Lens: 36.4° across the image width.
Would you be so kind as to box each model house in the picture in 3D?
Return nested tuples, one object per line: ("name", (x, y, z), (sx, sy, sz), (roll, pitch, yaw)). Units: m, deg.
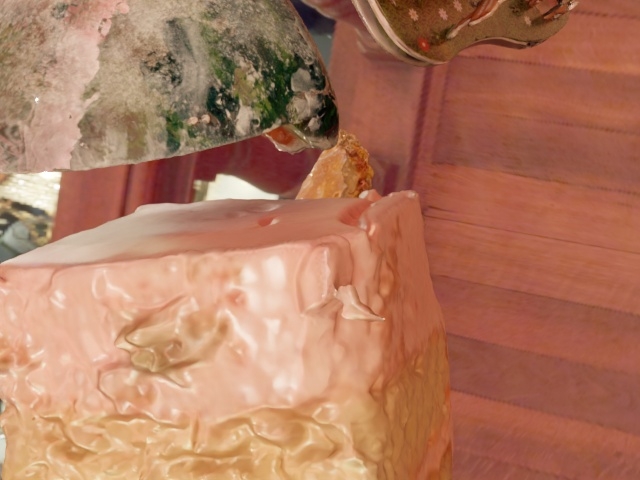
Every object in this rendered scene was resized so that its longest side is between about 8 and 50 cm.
("model house", (0.145, -0.268, 0.749), (0.154, 0.294, 0.207), (-28, 86, 43))

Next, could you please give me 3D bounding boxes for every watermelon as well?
("watermelon", (-0.163, -0.114, 0.757), (0.320, 0.289, 0.214), (39, 146, -1))

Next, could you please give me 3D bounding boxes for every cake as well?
("cake", (-0.060, 0.126, 0.750), (0.314, 0.293, 0.307), (-5, 103, 17))

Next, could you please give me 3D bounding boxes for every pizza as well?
("pizza", (0.003, 0.001, 0.971), (0.127, 0.058, 0.246), (-38, 34, 44))
